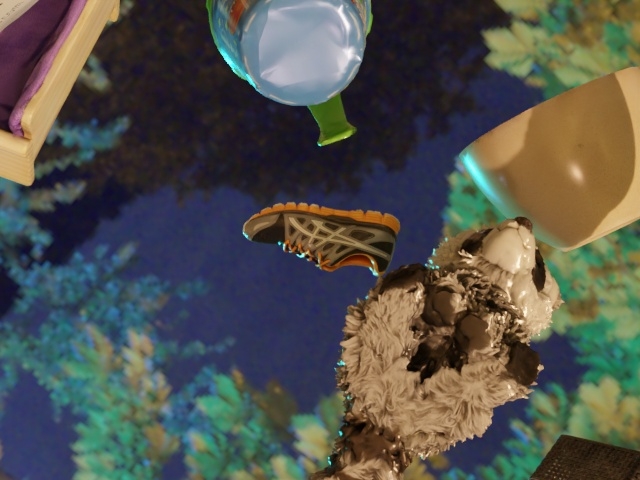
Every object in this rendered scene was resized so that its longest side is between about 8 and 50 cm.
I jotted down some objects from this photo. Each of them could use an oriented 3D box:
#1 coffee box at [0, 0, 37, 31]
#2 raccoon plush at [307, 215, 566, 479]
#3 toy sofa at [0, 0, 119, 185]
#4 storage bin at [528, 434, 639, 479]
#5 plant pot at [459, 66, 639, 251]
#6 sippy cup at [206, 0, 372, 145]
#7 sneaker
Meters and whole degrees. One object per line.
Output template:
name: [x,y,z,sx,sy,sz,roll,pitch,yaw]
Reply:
coffee box: [-0.496,-0.292,1.285,0.334,0.338,0.337,-31,-176,-41]
raccoon plush: [0.115,0.152,1.760,0.446,0.216,0.299,-42,177,22]
toy sofa: [-0.423,-0.280,2.060,0.177,0.150,0.363,107,3,-61]
storage bin: [0.382,0.339,1.877,0.084,0.122,0.180,-48,-151,-23]
plant pot: [0.366,-0.096,2.000,0.284,0.191,0.284,-25,174,-3]
sippy cup: [-0.034,-0.290,1.924,0.240,0.305,0.224,-54,-162,16]
sneaker: [0.000,0.000,1.922,0.084,0.214,0.083,85,9,-75]
